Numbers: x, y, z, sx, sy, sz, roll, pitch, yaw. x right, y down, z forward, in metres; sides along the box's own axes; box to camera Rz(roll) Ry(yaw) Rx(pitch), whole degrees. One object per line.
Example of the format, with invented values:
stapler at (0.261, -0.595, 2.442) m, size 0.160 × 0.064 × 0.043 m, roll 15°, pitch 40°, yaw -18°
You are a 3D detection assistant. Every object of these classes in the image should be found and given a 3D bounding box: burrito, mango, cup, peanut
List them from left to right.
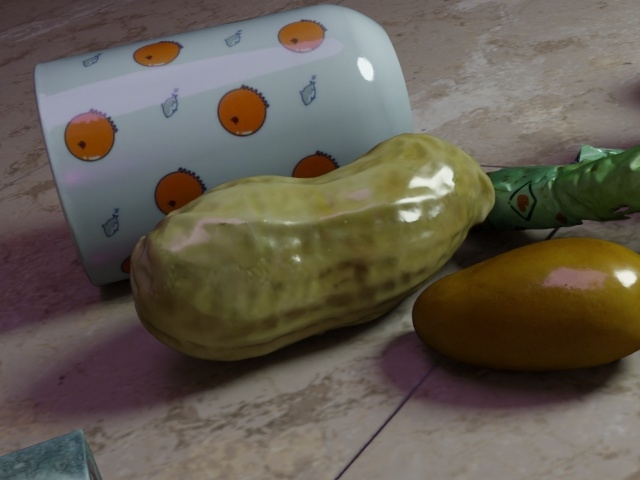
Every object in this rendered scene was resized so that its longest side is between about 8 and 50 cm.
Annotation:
cup at (-0.083, -0.098, 0.967) m, size 0.317 × 0.212 × 0.212 m, roll -14°, pitch 25°, yaw -6°
peanut at (0.000, 0.000, 0.813) m, size 0.305 × 0.147 × 0.147 m, roll -16°, pitch 26°, yaw -12°
mango at (0.143, 0.045, 0.717) m, size 0.184 × 0.085 × 0.102 m, roll -4°, pitch 26°, yaw 30°
burrito at (0.209, -0.047, 0.831) m, size 0.104 × 0.054 × 0.288 m, roll -26°, pitch 9°, yaw -25°

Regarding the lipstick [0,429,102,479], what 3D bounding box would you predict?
lipstick at (-0.264, 0.199, 0.593) m, size 0.289 × 0.077 × 0.076 m, roll -19°, pitch 26°, yaw -11°
